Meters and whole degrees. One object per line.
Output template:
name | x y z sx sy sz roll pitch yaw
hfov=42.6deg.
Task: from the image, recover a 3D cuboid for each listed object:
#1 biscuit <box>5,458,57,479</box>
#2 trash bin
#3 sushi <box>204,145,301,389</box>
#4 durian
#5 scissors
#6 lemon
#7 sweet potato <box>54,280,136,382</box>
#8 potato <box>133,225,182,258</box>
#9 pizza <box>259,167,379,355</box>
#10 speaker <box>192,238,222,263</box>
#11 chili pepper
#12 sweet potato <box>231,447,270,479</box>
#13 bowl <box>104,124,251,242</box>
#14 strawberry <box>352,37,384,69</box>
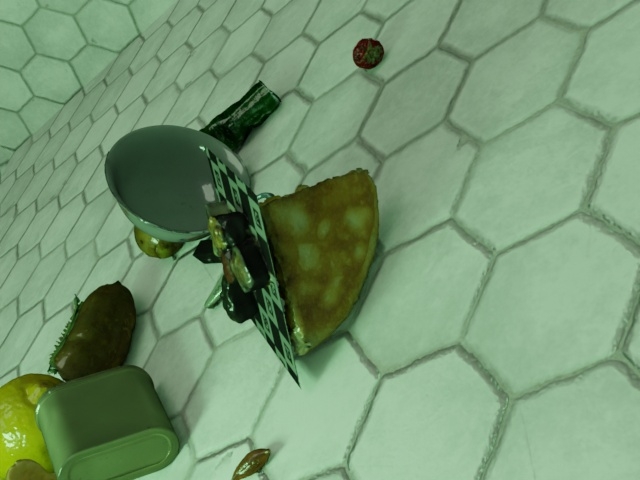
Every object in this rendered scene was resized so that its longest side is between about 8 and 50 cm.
biscuit | -0.547 0.534 1.601 0.340 0.216 0.047 -45 3 -35
trash bin | -0.419 0.365 1.602 0.243 0.121 0.247 -14 25 -21
sushi | -0.150 0.047 1.435 0.064 0.359 0.343 -18 24 -15
durian | -0.593 0.251 2.061 0.095 0.137 0.221 112 172 -62
scissors | -0.159 0.037 1.722 0.138 0.041 0.289 45 110 20
lemon | -0.624 0.413 1.789 0.234 0.233 0.288 -98 28 -50
sweet potato | -0.519 0.215 1.946 0.157 0.158 0.370 -28 34 35
potato | -0.408 -0.032 2.073 0.137 0.137 0.176 -43 29 16
pizza | 0.018 0.028 1.402 0.257 0.269 0.087 -20 6 -35
speaker | -0.217 0.021 1.841 0.191 0.040 0.046 -5 53 52
chili pepper | -0.227 -0.299 2.131 0.270 0.099 0.136 -45 40 4
sweet potato | -0.115 0.368 1.354 0.095 0.034 0.034 -40 33 19
bowl | -0.349 -0.104 1.954 0.157 0.345 0.346 116 165 -46
strawberry | 0.103 -0.419 1.845 0.073 0.073 0.083 -52 17 1
